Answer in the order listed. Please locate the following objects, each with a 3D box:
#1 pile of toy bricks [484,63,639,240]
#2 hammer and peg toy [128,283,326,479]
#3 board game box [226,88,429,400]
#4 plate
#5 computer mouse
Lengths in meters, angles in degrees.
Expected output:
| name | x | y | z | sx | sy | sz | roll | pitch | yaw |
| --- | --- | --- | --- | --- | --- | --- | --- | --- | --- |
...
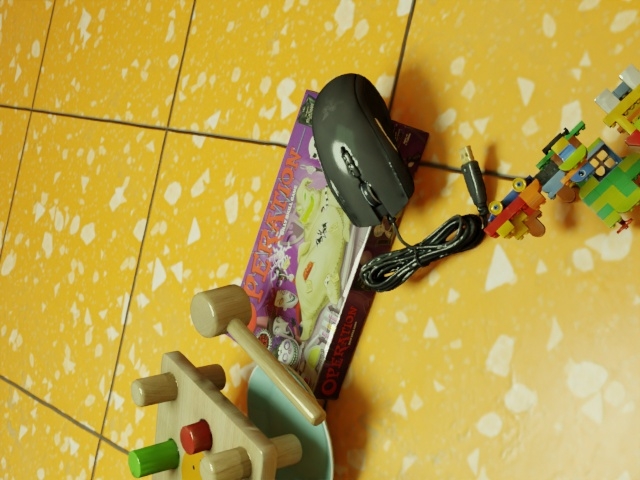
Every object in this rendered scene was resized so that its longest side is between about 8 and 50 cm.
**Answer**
| name | x | y | z | sx | sy | sz | roll | pitch | yaw |
| --- | --- | --- | --- | --- | --- | --- | --- | --- | --- |
| pile of toy bricks | 0.266 | -0.056 | 1.063 | 0.212 | 0.118 | 0.105 | -45 | 77 | 12 |
| hammer and peg toy | -0.132 | 0.255 | 1.345 | 0.266 | 0.127 | 0.361 | 36 | 125 | 47 |
| board game box | 0.000 | 0.000 | 1.384 | 0.208 | 0.056 | 0.347 | 29 | 103 | 53 |
| plate | -0.032 | 0.234 | 1.347 | 0.188 | 0.024 | 0.188 | 27 | 124 | 50 |
| computer mouse | 0.081 | -0.086 | 1.241 | 0.184 | 0.060 | 0.262 | -23 | 77 | 29 |
